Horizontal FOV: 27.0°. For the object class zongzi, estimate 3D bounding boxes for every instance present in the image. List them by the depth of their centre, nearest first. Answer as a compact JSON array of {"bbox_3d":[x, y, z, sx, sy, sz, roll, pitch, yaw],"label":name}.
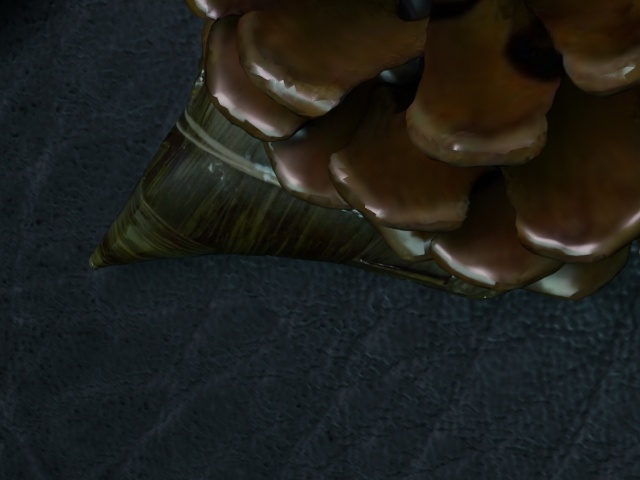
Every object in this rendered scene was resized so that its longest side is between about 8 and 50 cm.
[{"bbox_3d":[0.000,0.000,0.827,0.248,0.111,0.241,39,121,6],"label":"zongzi"}]

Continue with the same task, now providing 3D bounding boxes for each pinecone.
[{"bbox_3d":[0.103,-0.155,0.578,0.384,0.384,0.384,5,105,20],"label":"pinecone"}]
